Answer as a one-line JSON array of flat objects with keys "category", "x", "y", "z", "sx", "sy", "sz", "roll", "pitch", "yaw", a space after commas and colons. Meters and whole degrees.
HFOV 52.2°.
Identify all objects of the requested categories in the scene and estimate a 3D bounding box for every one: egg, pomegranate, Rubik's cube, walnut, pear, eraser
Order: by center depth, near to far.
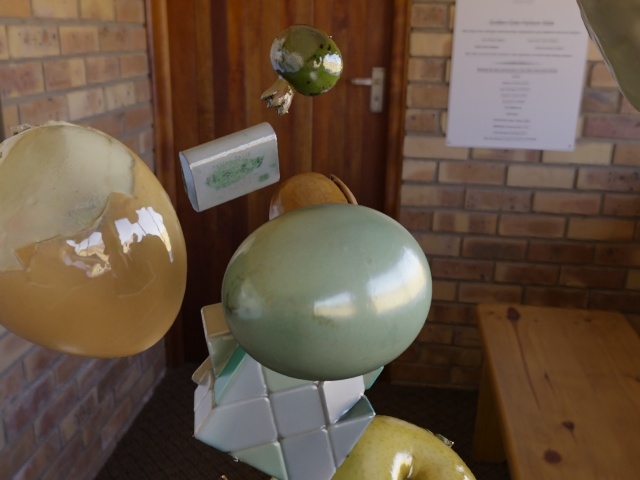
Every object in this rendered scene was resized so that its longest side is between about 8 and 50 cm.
[{"category": "egg", "x": 0.009, "y": 0.048, "z": 0.620, "sx": 0.168, "sy": 0.168, "sz": 0.231, "roll": 16, "pitch": 13, "yaw": 39}, {"category": "egg", "x": -0.232, "y": 0.008, "z": 0.631, "sx": 0.201, "sy": 0.244, "sz": 0.201, "roll": -25, "pitch": 27, "yaw": 13}, {"category": "Rubik's cube", "x": -0.059, "y": 0.175, "z": 0.851, "sx": 0.265, "sy": 0.224, "sz": 0.213, "roll": 34, "pitch": 6, "yaw": -16}, {"category": "pomegranate", "x": -0.034, "y": -0.254, "z": 0.979, "sx": 0.114, "sy": 0.142, "sz": 0.114, "roll": 39, "pitch": 1, "yaw": 0}, {"category": "pear", "x": 0.075, "y": 0.437, "z": 0.987, "sx": 0.348, "sy": 0.348, "sz": 0.348, "roll": 1, "pitch": 18, "yaw": 0}, {"category": "walnut", "x": 0.000, "y": 0.000, "z": 1.418, "sx": 0.209, "sy": 0.209, "sz": 0.336, "roll": -5, "pitch": 53, "yaw": -17}, {"category": "eraser", "x": -0.217, "y": -0.179, "z": 1.583, "sx": 0.227, "sy": 0.174, "sz": 0.081, "roll": -23, "pitch": 50, "yaw": -21}]

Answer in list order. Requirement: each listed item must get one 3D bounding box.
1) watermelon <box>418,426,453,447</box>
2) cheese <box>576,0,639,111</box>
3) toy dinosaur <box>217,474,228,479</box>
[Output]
[{"category": "watermelon", "x": 0.205, "y": 0.433, "z": 1.376, "sx": 0.087, "sy": 0.163, "sz": 0.069, "roll": -3, "pitch": 57, "yaw": -20}, {"category": "cheese", "x": 0.316, "y": -0.231, "z": 0.536, "sx": 0.251, "sy": 0.247, "sz": 0.173, "roll": -6, "pitch": 31, "yaw": 20}, {"category": "toy dinosaur", "x": -0.241, "y": 0.732, "z": 1.480, "sx": 0.113, "sy": 0.206, "sz": 0.327, "roll": -28, "pitch": 29, "yaw": 47}]
